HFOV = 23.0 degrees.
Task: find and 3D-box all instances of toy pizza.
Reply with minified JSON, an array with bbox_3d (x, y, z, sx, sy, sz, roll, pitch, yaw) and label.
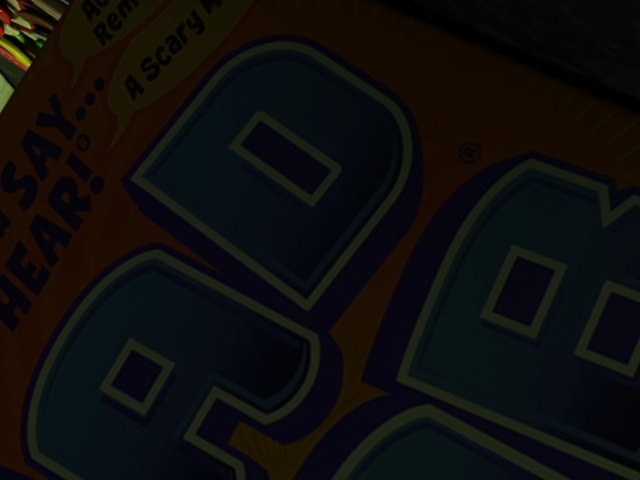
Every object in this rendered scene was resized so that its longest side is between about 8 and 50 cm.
[{"bbox_3d":[-0.167,-0.121,0.953,0.201,0.032,0.201,30,171,5],"label":"toy pizza"}]

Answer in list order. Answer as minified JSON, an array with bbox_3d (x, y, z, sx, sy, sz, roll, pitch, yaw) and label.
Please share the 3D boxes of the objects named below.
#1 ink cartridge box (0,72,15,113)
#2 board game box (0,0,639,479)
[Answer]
[{"bbox_3d":[-0.317,-0.116,1.292,0.092,0.090,0.143,30,171,9],"label":"ink cartridge box"},{"bbox_3d":[0.028,0.138,0.698,0.357,0.356,0.356,27,171,21],"label":"board game box"}]
